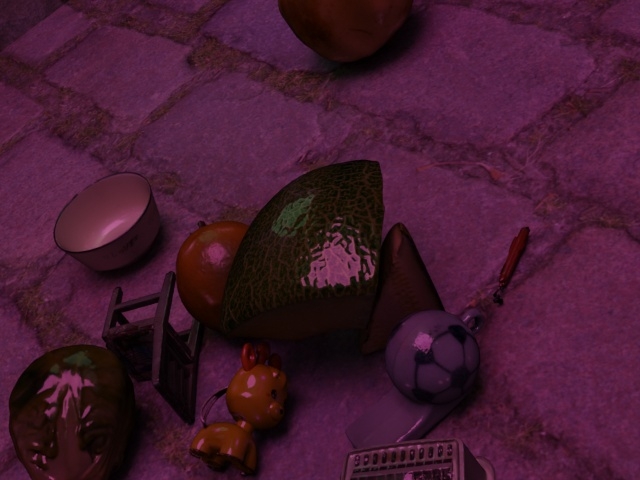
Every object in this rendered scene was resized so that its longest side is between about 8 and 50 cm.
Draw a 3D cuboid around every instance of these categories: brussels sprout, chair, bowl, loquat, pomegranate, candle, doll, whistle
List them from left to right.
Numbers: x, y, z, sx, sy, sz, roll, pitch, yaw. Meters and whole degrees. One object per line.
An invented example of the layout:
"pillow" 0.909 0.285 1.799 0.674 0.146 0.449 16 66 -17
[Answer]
"brussels sprout" -0.433 0.322 1.749 0.219 0.210 0.271 -7 59 -1
"bowl" -0.446 -0.023 2.173 0.238 0.126 0.237 -16 41 14
"chair" -0.314 0.208 1.849 0.147 0.136 0.270 -16 43 16
"loquat" -0.176 0.054 1.865 0.213 0.213 0.246 -33 54 -5
"doll" -0.120 0.278 1.677 0.135 0.143 0.221 4 60 35
"pomegranate" 0.066 -0.580 2.330 0.332 0.332 0.332 -16 41 15
"whistle" 0.150 0.206 1.567 0.290 0.163 0.163 -40 41 -14
"candle" 0.328 0.044 1.738 0.026 0.021 0.167 -3 47 41

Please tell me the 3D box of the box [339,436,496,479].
"box" 0.127 0.416 1.349 0.221 0.166 0.290 -10 43 21

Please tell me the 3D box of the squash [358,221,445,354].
"squash" 0.100 0.067 1.665 0.169 0.252 0.093 -18 39 12

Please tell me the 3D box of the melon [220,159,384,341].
"melon" 0.000 0.000 1.702 0.331 0.226 0.343 -28 47 39
